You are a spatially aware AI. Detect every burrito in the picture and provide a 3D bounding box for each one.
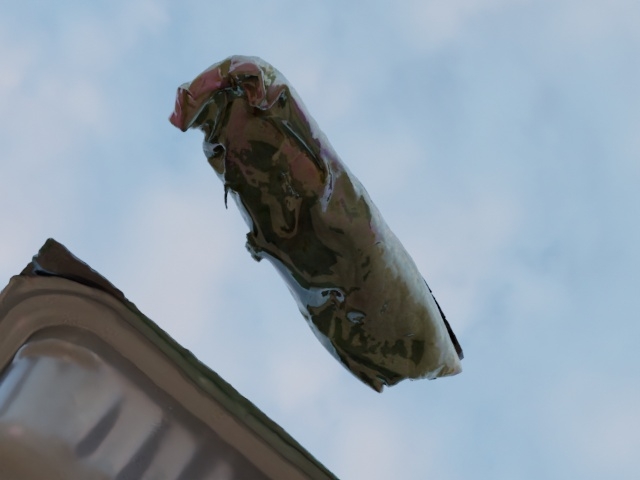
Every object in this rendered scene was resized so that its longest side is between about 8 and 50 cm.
[{"bbox_3d":[0.003,-0.002,0.935,0.096,0.066,0.309,-21,-59,24],"label":"burrito"}]

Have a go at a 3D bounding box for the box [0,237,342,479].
[{"bbox_3d":[-0.117,0.200,0.806,0.336,0.106,0.264,39,-56,-3],"label":"box"}]
